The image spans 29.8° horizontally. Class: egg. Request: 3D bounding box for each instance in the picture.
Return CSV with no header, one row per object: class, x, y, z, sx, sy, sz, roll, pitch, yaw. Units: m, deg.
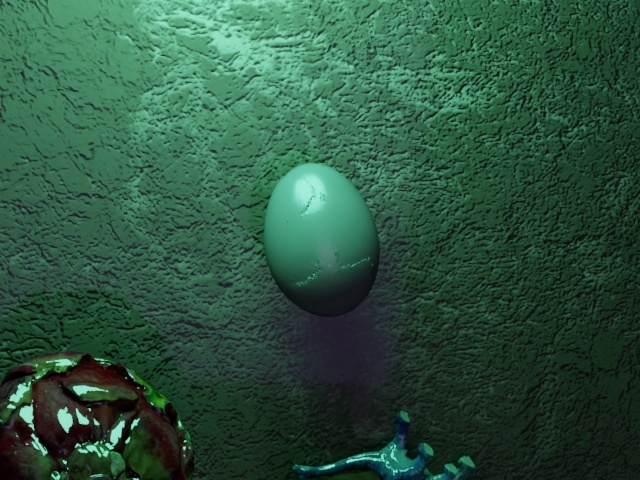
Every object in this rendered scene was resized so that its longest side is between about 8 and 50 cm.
egg,0.000,0.000,1.532,0.147,0.146,0.198,-18,99,-6

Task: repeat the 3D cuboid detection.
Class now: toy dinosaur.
toy dinosaur,0.136,0.330,1.671,0.329,0.076,0.144,23,110,-12

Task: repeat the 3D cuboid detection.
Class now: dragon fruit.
dragon fruit,-0.306,0.290,1.463,0.329,0.329,0.329,-2,103,-10

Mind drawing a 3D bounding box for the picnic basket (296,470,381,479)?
picnic basket,-0.042,0.482,1.554,0.337,0.293,0.337,-8,115,-18
